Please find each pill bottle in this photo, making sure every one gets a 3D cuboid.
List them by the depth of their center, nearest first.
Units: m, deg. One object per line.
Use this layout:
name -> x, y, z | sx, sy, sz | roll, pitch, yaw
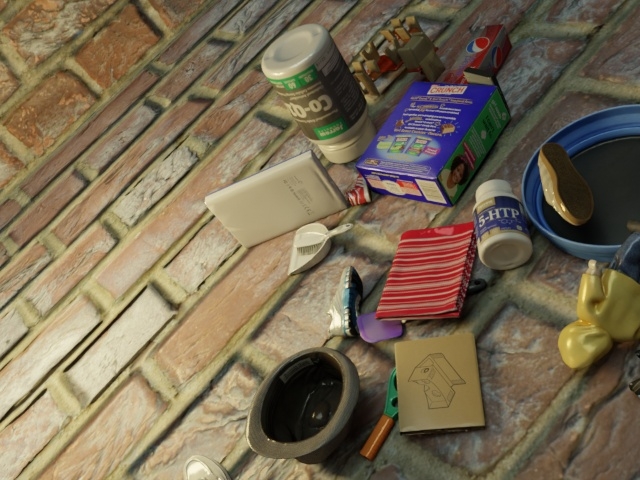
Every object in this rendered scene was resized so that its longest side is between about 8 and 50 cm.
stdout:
pill bottle -> 0.391, -0.040, 1.470 | 0.112, 0.112, 0.187 | -18, 44, 21
pill bottle -> 0.008, -0.397, 1.874 | 0.204, 0.361, 0.204 | -20, 44, 20

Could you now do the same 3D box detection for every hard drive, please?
hard drive -> 0.430, -0.383, 1.738 | 0.022, 0.135, 0.094 | -48, 41, -10
hard drive -> -0.117, -0.104, 1.807 | 0.318, 0.210, 0.040 | -22, 44, 17

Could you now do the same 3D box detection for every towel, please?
towel -> 0.241, 0.066, 1.509 | 0.199, 0.031, 0.275 | -8, 40, 31

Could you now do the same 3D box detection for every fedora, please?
fedora -> -0.019, 0.355, 1.383 | 0.243, 0.124, 0.275 | -12, 38, 23

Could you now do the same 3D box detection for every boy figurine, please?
boy figurine -> 0.534, 0.112, 1.210 | 0.285, 0.177, 0.092 | -60, 13, 6

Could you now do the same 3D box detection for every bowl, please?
bowl -> 0.624, -0.120, 1.407 | 0.391, 0.077, 0.391 | -19, 45, 20

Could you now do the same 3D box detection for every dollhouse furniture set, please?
dollhouse furniture set -> 0.240, -0.546, 2.057 | 0.262, 0.135, 0.259 | -50, 31, -14

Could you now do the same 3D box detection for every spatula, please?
spatula -> 0.223, 0.148, 1.477 | 0.296, 0.030, 0.084 | -25, 43, 13

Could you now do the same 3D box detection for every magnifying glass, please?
magnifying glass -> 0.150, 0.336, 1.360 | 0.092, 0.026, 0.231 | 16, 64, 42

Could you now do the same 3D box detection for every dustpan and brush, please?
dustpan and brush -> 0.000, 0.000, 1.744 | 0.211, 0.060, 0.147 | -14, 46, 25

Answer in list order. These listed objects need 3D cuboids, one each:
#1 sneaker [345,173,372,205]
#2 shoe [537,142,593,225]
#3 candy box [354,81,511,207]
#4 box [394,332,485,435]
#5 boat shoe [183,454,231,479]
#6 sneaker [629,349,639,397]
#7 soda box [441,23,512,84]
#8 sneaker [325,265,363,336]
sneaker -> 0.099, -0.142, 1.819 | 0.067, 0.042, 0.118 | -19, 46, 15
shoe -> 0.501, -0.109, 1.390 | 0.076, 0.058, 0.219 | 0, 50, -5
candy box -> 0.288, -0.256, 1.733 | 0.268, 0.122, 0.317 | 16, 64, 44
box -> 0.231, 0.282, 1.330 | 0.164, 0.021, 0.201 | -9, 49, 14
boat shoe -> -0.227, 0.528, 1.401 | 0.095, 0.084, 0.258 | -46, 42, -10
sneaker -> 0.587, 0.190, 1.156 | 0.078, 0.067, 0.188 | 21, 69, 38
soda box -> 0.430, -0.478, 1.864 | 0.092, 0.083, 0.263 | 12, 61, 42
sneaker -> 0.049, 0.142, 1.578 | 0.083, 0.071, 0.191 | -18, 44, 29
